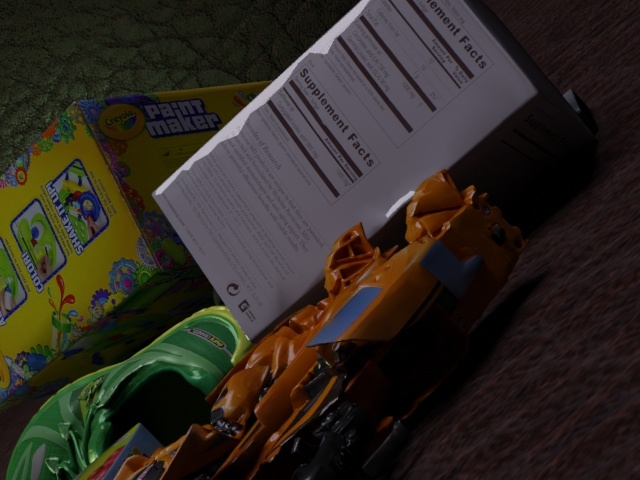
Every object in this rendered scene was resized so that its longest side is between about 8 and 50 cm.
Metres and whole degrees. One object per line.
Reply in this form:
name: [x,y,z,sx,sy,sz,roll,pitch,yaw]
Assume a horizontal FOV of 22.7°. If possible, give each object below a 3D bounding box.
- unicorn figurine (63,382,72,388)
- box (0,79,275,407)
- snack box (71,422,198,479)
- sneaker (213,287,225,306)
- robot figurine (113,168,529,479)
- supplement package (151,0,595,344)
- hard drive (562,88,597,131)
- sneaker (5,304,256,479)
unicorn figurine: [-0.176,0.165,1.373,0.162,0.111,0.060,3,49,55]
box: [-0.161,0.000,1.521,0.290,0.177,0.279,-12,-20,-49]
snack box: [-0.191,0.237,1.059,0.207,0.070,0.174,-42,7,23]
sneaker: [0.000,0.000,1.397,0.227,0.087,0.130,-41,4,-13]
robot figurine: [-0.016,0.093,0.865,0.291,0.085,0.211,-47,6,-32]
supplement package: [0.037,-0.050,1.069,0.244,0.134,0.139,-41,-23,13]
hard drive: [0.139,-0.052,1.154,0.135,0.022,0.094,-42,7,13]
sneaker: [-0.159,0.153,1.236,0.295,0.109,0.123,-40,5,29]
